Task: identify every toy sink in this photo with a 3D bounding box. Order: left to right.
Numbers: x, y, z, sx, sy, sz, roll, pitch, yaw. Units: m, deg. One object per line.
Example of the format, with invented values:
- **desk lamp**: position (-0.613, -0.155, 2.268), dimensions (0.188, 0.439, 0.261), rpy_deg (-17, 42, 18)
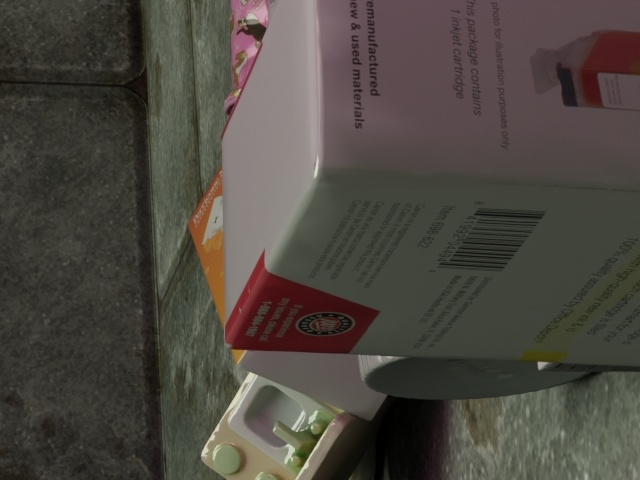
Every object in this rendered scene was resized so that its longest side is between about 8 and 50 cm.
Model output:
- **toy sink**: position (-0.028, 0.204, 2.100), dimensions (0.153, 0.131, 0.234), rpy_deg (-60, -12, 15)

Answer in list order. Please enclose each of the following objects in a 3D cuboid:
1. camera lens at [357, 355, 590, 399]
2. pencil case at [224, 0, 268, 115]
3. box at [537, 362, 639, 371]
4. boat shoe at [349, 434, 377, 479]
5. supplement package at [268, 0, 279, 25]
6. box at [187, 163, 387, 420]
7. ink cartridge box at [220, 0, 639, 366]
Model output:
- **camera lens**: position (0.123, -0.021, 1.621), dimensions (0.219, 0.219, 0.274), rpy_deg (128, 141, -67)
- **pencil case**: position (-0.054, -0.338, 2.491), dimensions (0.160, 0.167, 0.386), rpy_deg (-11, 76, 42)
- **box**: position (0.222, -0.011, 1.464), dimensions (0.114, 0.103, 0.203), rpy_deg (129, 140, -67)
- **boat shoe**: position (0.011, 0.173, 2.256), dimensions (0.123, 0.116, 0.324), rpy_deg (-145, 60, -73)
- **supplement package**: position (0.102, -0.247, 1.632), dimensions (0.204, 0.262, 0.145), rpy_deg (177, 94, -76)
- **box**: position (0.000, 0.000, 2.090), dimensions (0.215, 0.168, 0.345), rpy_deg (-59, 23, 16)
- **ink cartridge box**: position (0.150, -0.040, 1.187), dimensions (0.279, 0.384, 0.160), rpy_deg (120, 151, -63)
